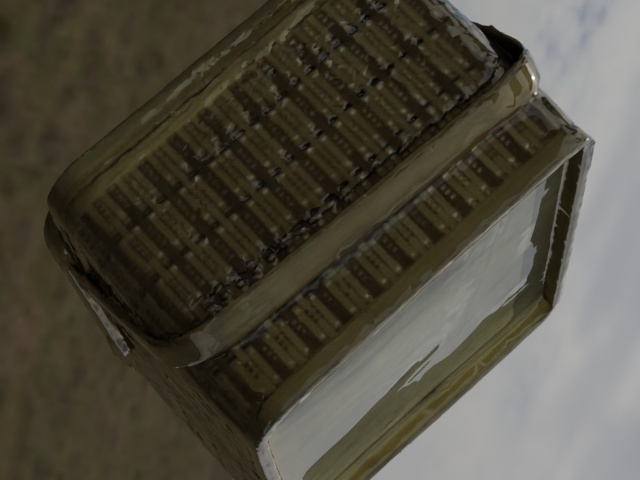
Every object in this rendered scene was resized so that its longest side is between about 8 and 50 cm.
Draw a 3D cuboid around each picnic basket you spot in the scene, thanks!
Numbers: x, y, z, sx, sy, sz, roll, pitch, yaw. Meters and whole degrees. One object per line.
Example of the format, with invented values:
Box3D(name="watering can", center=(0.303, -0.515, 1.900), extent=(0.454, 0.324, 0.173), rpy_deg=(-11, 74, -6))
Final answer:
Box3D(name="picnic basket", center=(0.000, 0.000, 1.042), extent=(0.228, 0.175, 0.313), rpy_deg=(-41, 165, -10))
